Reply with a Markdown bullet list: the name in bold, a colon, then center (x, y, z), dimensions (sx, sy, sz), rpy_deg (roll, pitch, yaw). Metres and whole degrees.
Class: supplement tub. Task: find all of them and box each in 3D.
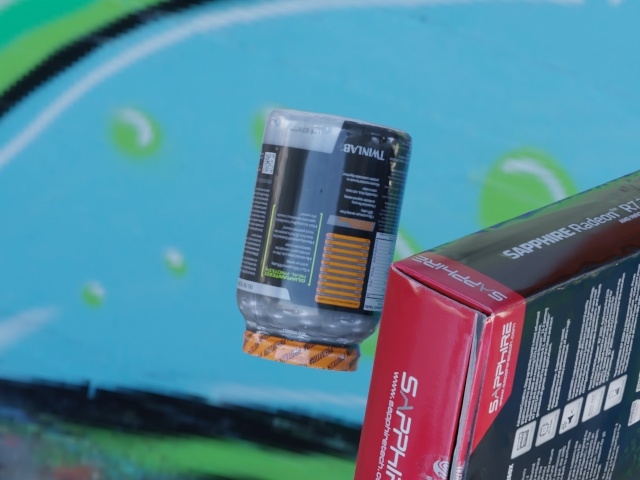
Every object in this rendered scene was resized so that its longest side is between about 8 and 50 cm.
- **supplement tub**: center (0.000, 0.000, 1.498), dimensions (0.117, 0.190, 0.117), rpy_deg (11, 1, 0)

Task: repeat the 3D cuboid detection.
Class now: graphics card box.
- **graphics card box**: center (0.174, 0.089, 1.379), dimensions (0.094, 0.233, 0.371), rpy_deg (26, 30, 35)
